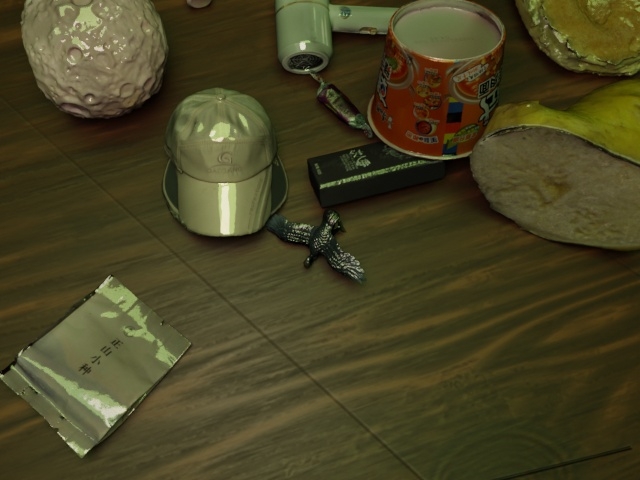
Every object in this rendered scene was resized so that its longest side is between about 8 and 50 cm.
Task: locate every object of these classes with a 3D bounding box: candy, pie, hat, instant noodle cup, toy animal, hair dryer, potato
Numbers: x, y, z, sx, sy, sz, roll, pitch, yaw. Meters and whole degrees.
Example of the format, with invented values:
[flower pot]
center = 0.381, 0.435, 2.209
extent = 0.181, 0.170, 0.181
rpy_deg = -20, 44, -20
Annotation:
[candy]
center = 0.036, -0.257, 1.347
extent = 0.043, 0.045, 0.175
rpy_deg = -44, 80, 1
[pie]
center = 0.556, -0.481, 1.421
extent = 0.340, 0.083, 0.339
rpy_deg = 1, 72, -4
[hat]
center = -0.177, -0.138, 1.247
extent = 0.232, 0.161, 0.274
rpy_deg = -1, 78, 0
[instant noodle cup]
center = 0.212, -0.296, 1.251
extent = 0.251, 0.192, 0.250
rpy_deg = 0, 49, 0
[toy animal]
center = 0.000, 0.000, 1.264
extent = 0.220, 0.062, 0.108
rpy_deg = 33, 77, 19
[hair dryer]
center = 0.090, -0.421, 1.377
extent = 0.358, 0.107, 0.172
rpy_deg = -2, 77, -10
[potato]
center = 0.484, -0.175, 1.257
extent = 0.398, 0.290, 0.295
rpy_deg = 22, 62, 4

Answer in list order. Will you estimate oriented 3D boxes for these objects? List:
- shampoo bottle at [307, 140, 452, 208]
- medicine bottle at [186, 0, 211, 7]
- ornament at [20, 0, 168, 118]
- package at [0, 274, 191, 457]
[shampoo bottle]
center = 0.136, -0.139, 1.297
extent = 0.310, 0.071, 0.098
rpy_deg = -14, 39, -8
[medicine bottle]
center = -0.247, -0.509, 1.394
extent = 0.052, 0.052, 0.089
rpy_deg = -14, 75, -7
[ornament]
center = -0.384, -0.341, 1.237
extent = 0.225, 0.259, 0.259
rpy_deg = -12, 76, -6
[package]
center = -0.377, 0.205, 1.194
extent = 0.204, 0.062, 0.251
rpy_deg = 40, 63, 8
